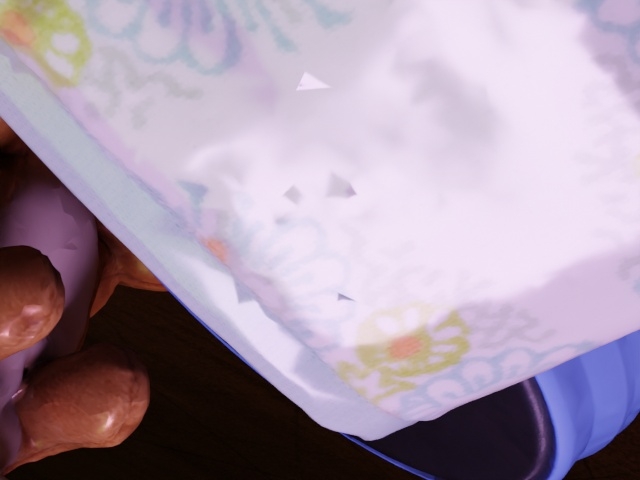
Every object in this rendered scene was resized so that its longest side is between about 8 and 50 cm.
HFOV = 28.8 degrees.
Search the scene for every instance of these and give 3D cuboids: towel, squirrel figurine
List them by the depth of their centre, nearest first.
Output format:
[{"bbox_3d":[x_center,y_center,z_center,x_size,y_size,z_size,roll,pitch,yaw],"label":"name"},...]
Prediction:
[{"bbox_3d":[0.036,-0.104,0.379,0.320,0.090,0.374,-26,124,30],"label":"towel"},{"bbox_3d":[-0.307,0.114,0.851,0.396,0.371,0.281,-6,150,21],"label":"squirrel figurine"}]

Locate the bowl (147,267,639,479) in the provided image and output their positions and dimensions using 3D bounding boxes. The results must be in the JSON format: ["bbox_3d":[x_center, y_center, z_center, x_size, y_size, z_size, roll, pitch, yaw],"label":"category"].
[{"bbox_3d":[0.000,0.000,0.702,0.391,0.077,0.391,34,157,17],"label":"bowl"}]
